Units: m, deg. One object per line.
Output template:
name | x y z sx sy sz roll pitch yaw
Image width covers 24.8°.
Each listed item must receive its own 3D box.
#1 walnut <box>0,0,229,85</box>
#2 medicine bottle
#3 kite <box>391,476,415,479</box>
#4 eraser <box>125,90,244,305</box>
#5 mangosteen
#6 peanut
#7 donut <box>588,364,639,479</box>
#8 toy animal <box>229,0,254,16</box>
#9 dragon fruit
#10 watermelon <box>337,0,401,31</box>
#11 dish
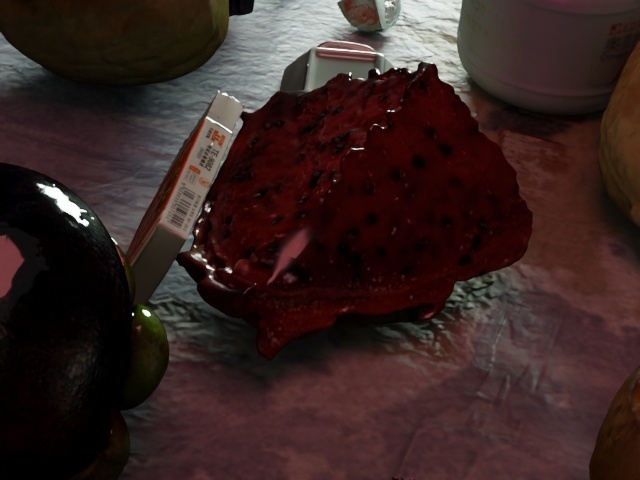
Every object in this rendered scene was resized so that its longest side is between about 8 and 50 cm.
walnut | -0.241 -0.294 1.712 0.282 0.227 0.283 -6 -2 0
medicine bottle | 0.298 -0.331 1.752 0.241 0.302 0.241 3 40 -3
kite | 0.066 0.290 1.204 0.198 0.006 0.244 1 40 -4
eraser | -0.148 -0.029 1.451 0.038 0.157 0.230 29 39 -9
mangosteen | -0.284 0.080 1.230 0.300 0.300 0.300 3 39 -3
peanut | 0.396 -0.120 1.629 0.174 0.158 0.340 44 47 -11
donut | 0.390 0.194 1.249 0.299 0.150 0.317 17 41 18
toy animal | -0.062 -0.426 1.926 0.122 0.185 0.298 30 64 21
dragon fruit | 0.005 0.007 1.485 0.286 0.228 0.329 2 48 50
watermelon | 0.071 -0.310 1.890 0.085 0.061 0.085 -2 46 2
dish | 0.026 -0.181 1.729 0.154 0.064 0.234 5 38 1
